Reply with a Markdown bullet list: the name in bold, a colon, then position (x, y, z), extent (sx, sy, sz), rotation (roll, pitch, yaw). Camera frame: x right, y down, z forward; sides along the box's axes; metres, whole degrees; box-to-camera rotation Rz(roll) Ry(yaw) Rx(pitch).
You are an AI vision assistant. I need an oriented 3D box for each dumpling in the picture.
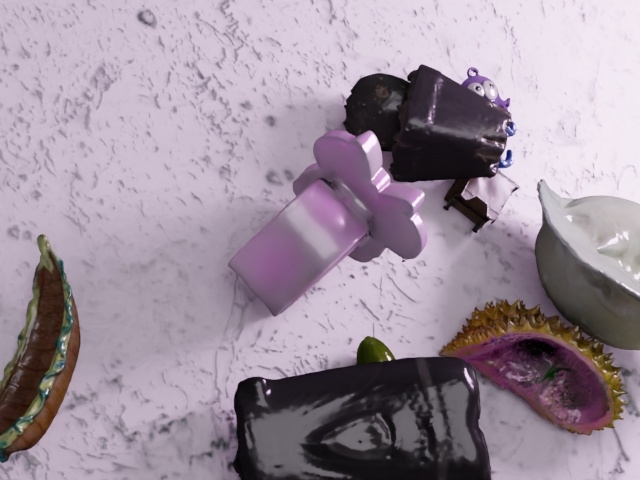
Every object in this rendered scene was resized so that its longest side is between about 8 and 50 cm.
- **dumpling**: position (0.463, 0.066, 1.822), extent (0.321, 0.211, 0.270), rotation (13, 41, 0)

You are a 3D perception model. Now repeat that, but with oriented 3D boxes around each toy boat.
- **toy boat**: position (-0.359, 0.140, 1.484), extent (0.099, 0.109, 0.292), rotation (36, 55, -39)

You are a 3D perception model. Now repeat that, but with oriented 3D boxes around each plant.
- **plant**: position (0.160, -0.173, 1.794), extent (0.256, 0.164, 0.141), rotation (16, 64, 10)

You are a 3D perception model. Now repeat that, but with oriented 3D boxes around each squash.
- **squash**: position (0.122, 0.254, 1.672), extent (0.069, 0.069, 0.258), rotation (-29, 83, -30)

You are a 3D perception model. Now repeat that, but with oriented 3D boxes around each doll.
- **doll**: position (0.270, -0.185, 1.916), extent (0.110, 0.067, 0.205), rotation (-11, 85, -18)

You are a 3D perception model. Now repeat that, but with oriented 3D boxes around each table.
- **table**: position (0.250, -0.069, 1.857), extent (0.083, 0.070, 0.082), rotation (38, 63, -7)

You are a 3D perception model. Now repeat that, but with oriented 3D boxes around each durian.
- **durian**: position (0.352, 0.176, 1.760), extent (0.260, 0.186, 0.153), rotation (40, 65, -20)

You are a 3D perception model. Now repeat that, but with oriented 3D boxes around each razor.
- **razor**: position (0.055, 0.265, 1.575), extent (0.349, 0.113, 0.204), rotation (-4, 81, -6)

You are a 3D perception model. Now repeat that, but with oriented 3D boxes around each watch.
- **watch**: position (0.000, 0.000, 1.615), extent (0.211, 0.248, 0.217), rotation (48, 62, -1)
